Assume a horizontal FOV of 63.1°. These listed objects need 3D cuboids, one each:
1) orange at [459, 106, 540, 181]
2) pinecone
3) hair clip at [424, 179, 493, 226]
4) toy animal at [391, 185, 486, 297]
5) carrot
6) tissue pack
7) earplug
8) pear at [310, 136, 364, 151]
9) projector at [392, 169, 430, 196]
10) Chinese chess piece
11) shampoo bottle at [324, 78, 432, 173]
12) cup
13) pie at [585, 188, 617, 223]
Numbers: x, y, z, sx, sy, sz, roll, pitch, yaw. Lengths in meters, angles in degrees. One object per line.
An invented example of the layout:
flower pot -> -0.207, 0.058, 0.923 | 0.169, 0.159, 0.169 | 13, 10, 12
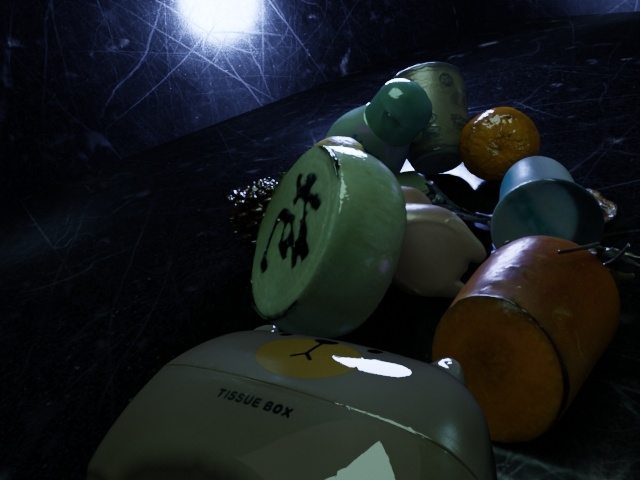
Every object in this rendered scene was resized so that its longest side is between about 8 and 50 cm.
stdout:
orange -> 0.448, -0.241, 1.313 | 0.194, 0.193, 0.161 | -7, 4, 17
pinecone -> -0.118, -0.047, 1.236 | 0.222, 0.221, 0.221 | -13, 27, 7
hair clip -> 0.288, -0.071, 1.133 | 0.146, 0.187, 0.056 | 34, 99, 56
toy animal -> 0.170, -0.016, 1.027 | 0.213, 0.194, 0.256 | 16, 14, -16
carrot -> 0.303, 0.093, 0.730 | 0.193, 0.214, 0.331 | 17, 38, 43
tissue pack -> -0.013, 0.247, 0.541 | 0.388, 0.267, 0.277 | 4, 31, 35
earplug -> 0.443, -0.087, 1.049 | 0.185, 0.184, 0.324 | -5, 23, 22
pear -> 0.041, -0.159, 1.202 | 0.178, 0.177, 0.178 | -13, 27, 7
projector -> 0.132, -0.090, 1.294 | 0.270, 0.088, 0.193 | -17, 27, -2
Chinese chess piece -> 0.000, 0.000, 0.933 | 0.147, 0.349, 0.349 | 18, 15, -25
shampoo bottle -> 0.149, -0.270, 1.354 | 0.151, 0.222, 0.349 | -46, 1, -41
cup -> 0.299, -0.309, 1.485 | 0.228, 0.301, 0.256 | -2, 71, -2
pie -> 0.559, -0.070, 1.083 | 0.092, 0.034, 0.169 | -17, 26, 6
